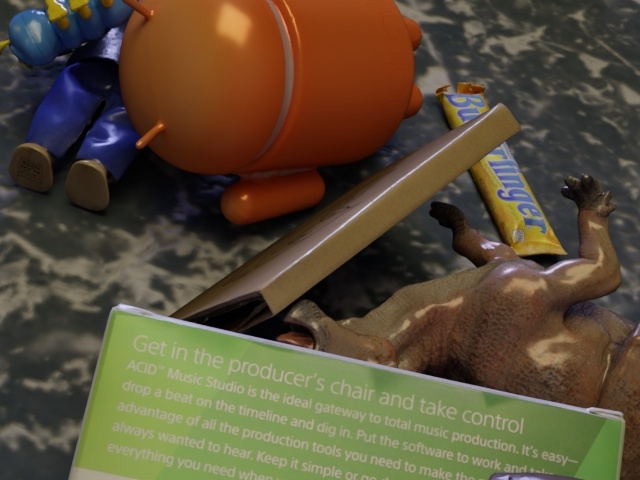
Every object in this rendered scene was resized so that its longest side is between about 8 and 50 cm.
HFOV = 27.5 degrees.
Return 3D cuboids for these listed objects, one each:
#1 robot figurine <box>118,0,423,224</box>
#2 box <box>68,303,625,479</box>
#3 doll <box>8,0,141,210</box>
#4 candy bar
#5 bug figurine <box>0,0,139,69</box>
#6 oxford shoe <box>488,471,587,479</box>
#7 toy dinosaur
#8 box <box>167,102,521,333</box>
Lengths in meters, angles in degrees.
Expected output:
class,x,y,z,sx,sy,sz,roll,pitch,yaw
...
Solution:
class,x,y,z,sx,sy,sz,roll,pitch,yaw
robot figurine,-0.031,-0.107,0.804,0.219,0.158,0.128,-9,48,-45
box,-0.009,0.205,0.531,0.232,0.058,0.321,13,72,-4
doll,-0.138,-0.106,0.856,0.129,0.046,0.189,18,48,5
candy bar,0.118,-0.049,0.883,0.040,0.018,0.161,-6,52,-18
bug figurine,-0.143,-0.220,0.878,0.216,0.072,0.279,-25,47,-2
oxford shoe,0.057,0.216,0.474,0.098,0.097,0.271,17,71,27
toy dinosaur,0.121,0.083,0.683,0.296,0.127,0.200,23,69,1
box,0.000,0.000,0.726,0.201,0.164,0.021,-36,95,-34
